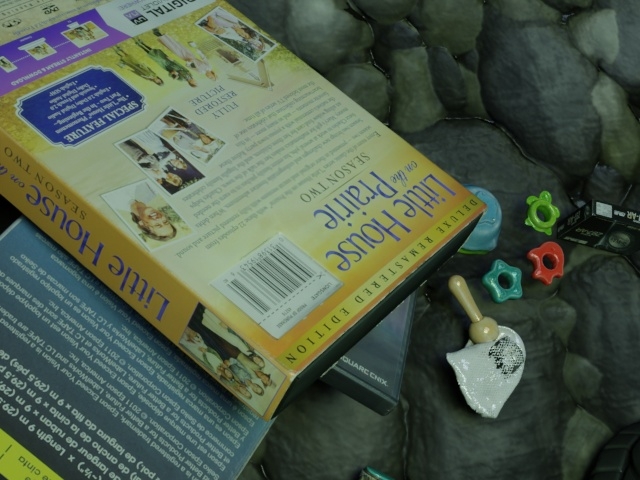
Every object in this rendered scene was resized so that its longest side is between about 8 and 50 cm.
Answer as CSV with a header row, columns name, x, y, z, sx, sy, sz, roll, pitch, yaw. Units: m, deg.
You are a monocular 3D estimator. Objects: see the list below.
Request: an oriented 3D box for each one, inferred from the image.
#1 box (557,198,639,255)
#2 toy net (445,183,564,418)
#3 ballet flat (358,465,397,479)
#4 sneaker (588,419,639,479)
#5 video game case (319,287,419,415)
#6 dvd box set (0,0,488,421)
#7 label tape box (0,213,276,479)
name,x,y,z,sx,sy,sz,roll,pitch,yaw
box,0.285,-0.012,1.256,0.083,0.067,0.018,14,65,-18
toy net,0.165,0.057,1.199,0.122,0.045,0.232,12,69,-19
ballet flat,0.080,0.231,1.106,0.114,0.041,0.041,23,64,-12
sneaker,0.296,0.262,1.151,0.341,0.125,0.139,-26,109,-30
video game case,0.000,0.000,1.095,0.196,0.026,0.274,32,40,-14
dvd box set,-0.104,-0.079,1.024,0.420,0.062,0.307,39,41,11
label tape box,-0.189,0.134,0.936,0.249,0.115,0.347,40,45,-4
